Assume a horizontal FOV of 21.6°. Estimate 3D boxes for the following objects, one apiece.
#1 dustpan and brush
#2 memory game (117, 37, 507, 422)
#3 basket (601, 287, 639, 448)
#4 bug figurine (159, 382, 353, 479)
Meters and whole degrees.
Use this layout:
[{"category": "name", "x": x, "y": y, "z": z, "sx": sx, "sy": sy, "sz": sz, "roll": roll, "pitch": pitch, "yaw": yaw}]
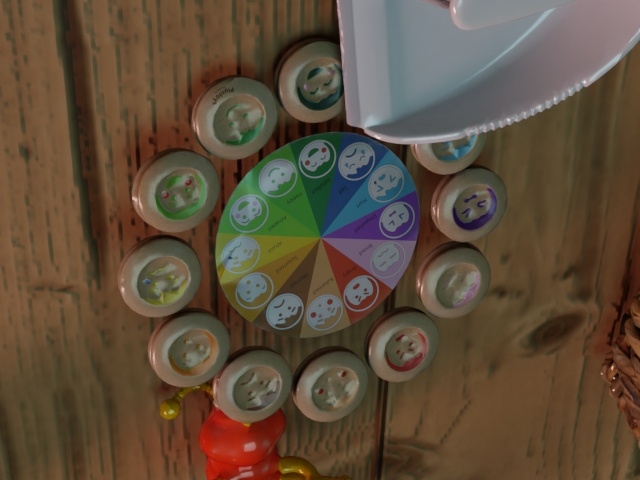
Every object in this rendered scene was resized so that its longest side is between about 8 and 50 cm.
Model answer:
[{"category": "dustpan and brush", "x": 0.114, "y": -0.117, "z": 0.678, "sx": 0.211, "sy": 0.060, "sz": 0.147, "roll": -18, "pitch": 129, "yaw": -16}, {"category": "memory game", "x": 0.000, "y": 0.000, "z": 0.735, "sx": 0.186, "sy": 0.012, "sz": 0.186, "roll": -10, "pitch": 117, "yaw": -21}, {"category": "basket", "x": 0.324, "y": 0.039, "z": 0.809, "sx": 0.299, "sy": 0.213, "sz": 0.223, "roll": -4, "pitch": 132, "yaw": -21}, {"category": "bug figurine", "x": -0.128, "y": 0.163, "z": 0.822, "sx": 0.279, "sy": 0.072, "sz": 0.216, "roll": -14, "pitch": 140, "yaw": -19}]
